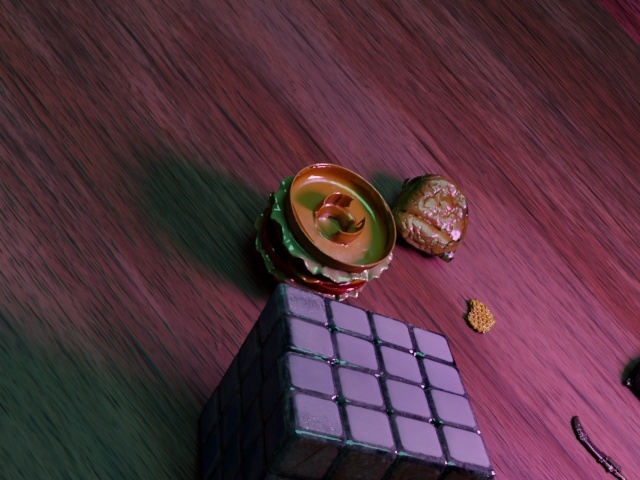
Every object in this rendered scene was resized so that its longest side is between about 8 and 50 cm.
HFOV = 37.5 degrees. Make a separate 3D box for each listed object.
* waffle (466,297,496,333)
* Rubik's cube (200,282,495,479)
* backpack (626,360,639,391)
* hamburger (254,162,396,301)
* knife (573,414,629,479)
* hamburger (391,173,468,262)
[{"bbox_3d":[0.364,0.176,2.150,0.078,0.016,0.085,41,45,-1],"label":"waffle"},{"bbox_3d":[0.024,0.327,1.511,0.344,0.344,0.337,19,31,-20],"label":"Rubik's cube"},{"bbox_3d":[0.832,0.324,2.295,0.120,0.106,0.165,43,47,8],"label":"backpack"},{"bbox_3d":[0.000,0.000,1.892,0.275,0.212,0.274,16,53,-22],"label":"hamburger"},{"bbox_3d":[0.634,0.486,2.095,0.046,0.021,0.222,-26,74,-47],"label":"knife"},{"bbox_3d":[0.260,-0.061,2.185,0.183,0.130,0.206,30,47,-9],"label":"hamburger"}]
